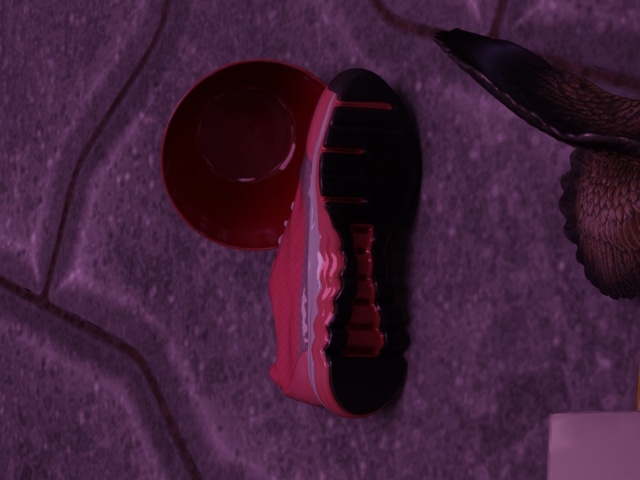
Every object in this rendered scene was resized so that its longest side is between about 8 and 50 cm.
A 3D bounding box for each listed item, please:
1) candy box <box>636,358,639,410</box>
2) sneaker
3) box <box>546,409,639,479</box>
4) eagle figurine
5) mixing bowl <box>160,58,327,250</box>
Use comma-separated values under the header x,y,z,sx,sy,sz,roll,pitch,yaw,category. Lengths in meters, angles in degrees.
x,y,z,sx,sy,sz,roll,pitch,yaw,category
0.320,0.094,1.402,0.206,0.027,0.105,1,82,48,candy box
0.000,0.000,1.721,0.136,0.116,0.314,-2,81,50,sneaker
0.215,0.267,1.377,0.094,0.113,0.275,-3,70,21,box
0.241,-0.069,1.413,0.298,0.225,0.226,-7,87,37,eagle figurine
-0.064,-0.089,1.792,0.098,0.181,0.181,-119,48,-72,mixing bowl
